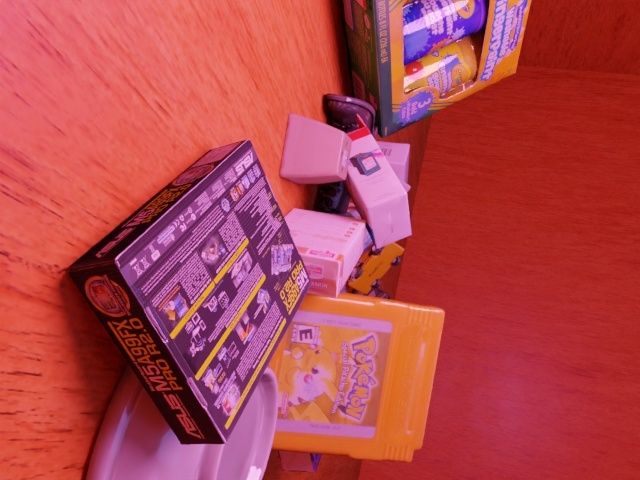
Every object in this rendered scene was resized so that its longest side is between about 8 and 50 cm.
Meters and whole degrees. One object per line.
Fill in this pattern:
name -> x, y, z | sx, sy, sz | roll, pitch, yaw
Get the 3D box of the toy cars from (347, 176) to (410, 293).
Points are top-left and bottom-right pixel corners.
toy cars -> 0.155, -0.024, 1.569 | 0.087, 0.176, 0.394 | -123, -153, -52

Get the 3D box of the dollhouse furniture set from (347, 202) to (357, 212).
dollhouse furniture set -> 0.111, -0.128, 1.354 | 0.151, 0.144, 0.123 | -56, 151, -26

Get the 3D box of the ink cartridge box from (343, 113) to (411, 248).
ink cartridge box -> 0.090, -0.117, 1.034 | 0.134, 0.078, 0.231 | 69, -2, -54

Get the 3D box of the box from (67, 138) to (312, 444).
box -> -0.112, 0.041, 0.587 | 0.216, 0.060, 0.270 | 68, 28, -25

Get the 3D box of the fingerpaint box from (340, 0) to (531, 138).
fingerpaint box -> 0.241, -0.473, 1.110 | 0.163, 0.371, 0.445 | 59, -8, 30

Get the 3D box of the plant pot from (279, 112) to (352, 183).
plant pot -> -0.002, -0.153, 0.945 | 0.109, 0.096, 0.109 | 7, 92, -75

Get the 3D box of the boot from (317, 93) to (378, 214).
boot -> 0.047, -0.167, 1.155 | 0.229, 0.091, 0.263 | -70, 157, -7

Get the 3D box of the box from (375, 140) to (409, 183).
box -> 0.184, -0.191, 1.560 | 0.170, 0.130, 0.091 | 84, 20, -48

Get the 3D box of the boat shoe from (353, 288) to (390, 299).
boat shoe -> 0.141, 0.257, 1.681 | 0.355, 0.130, 0.132 | -64, 158, -48

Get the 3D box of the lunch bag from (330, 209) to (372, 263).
lunch bag -> 0.039, 0.018, 1.175 | 0.151, 0.096, 0.129 | -52, 160, 23

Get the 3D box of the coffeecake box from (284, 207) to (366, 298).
coffeecake box -> -0.013, 0.015, 0.917 | 0.185, 0.142, 0.068 | -51, 148, -61

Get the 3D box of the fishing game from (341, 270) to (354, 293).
fishing game -> 0.025, 0.084, 1.322 | 0.264, 0.041, 0.189 | -48, 138, -54

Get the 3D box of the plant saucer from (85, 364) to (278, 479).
plant saucer -> -0.136, 0.259, 0.697 | 0.400, 0.100, 0.401 | 10, 90, -75

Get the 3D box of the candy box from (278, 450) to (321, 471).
candy box -> -0.029, 0.328, 1.082 | 0.196, 0.070, 0.165 | -50, 132, -65

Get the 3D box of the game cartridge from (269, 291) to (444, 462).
game cartridge -> 0.043, 0.235, 0.949 | 0.052, 0.323, 0.285 | -168, -92, -80
